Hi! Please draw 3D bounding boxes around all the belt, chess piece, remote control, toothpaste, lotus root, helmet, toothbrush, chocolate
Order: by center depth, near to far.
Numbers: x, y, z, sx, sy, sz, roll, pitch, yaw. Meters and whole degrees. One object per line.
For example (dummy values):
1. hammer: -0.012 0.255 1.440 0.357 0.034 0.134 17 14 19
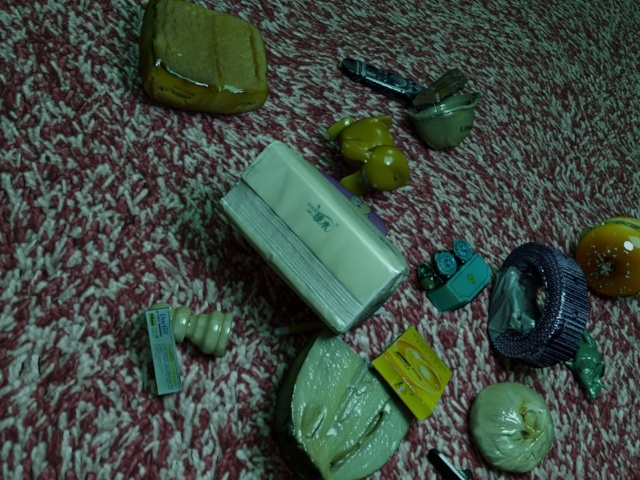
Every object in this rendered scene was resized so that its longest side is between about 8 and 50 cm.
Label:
1. toothpaste: -0.297 0.211 1.149 0.046 0.034 0.164 -9 90 -5
2. lotus root: 0.021 0.361 1.188 0.267 0.149 0.260 42 49 -7
3. chess piece: -0.268 0.172 1.213 0.171 0.094 0.094 15 54 -7
4. toothbrush: 0.024 0.186 1.384 0.288 0.024 0.021 -8 61 -28
5. belt: 0.532 0.156 1.499 0.122 0.260 0.324 21 52 -19
6. helmet: 0.389 -0.350 1.835 0.258 0.204 0.137 -32 114 -41
7. remote control: 0.184 -0.496 1.890 0.266 0.066 0.090 19 39 -9
8. chocolate: 0.386 -0.489 1.927 0.329 0.103 0.065 -42 122 -51

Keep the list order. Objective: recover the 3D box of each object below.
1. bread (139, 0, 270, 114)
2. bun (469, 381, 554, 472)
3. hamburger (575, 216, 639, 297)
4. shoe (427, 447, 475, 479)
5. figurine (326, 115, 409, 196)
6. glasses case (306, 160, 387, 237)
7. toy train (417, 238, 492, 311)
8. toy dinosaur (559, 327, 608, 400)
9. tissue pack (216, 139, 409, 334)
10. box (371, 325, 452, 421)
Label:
1. bread: -0.300 -0.462 1.571 0.328 0.148 0.336 6 55 -28
2. bun: 0.449 0.417 1.372 0.223 0.127 0.222 15 53 -20
3. hamburger: 0.857 0.057 1.738 0.170 0.246 0.246 -24 72 -45
4. shoe: 0.298 0.500 1.288 0.159 0.062 0.053 46 49 12
5. figurine: 0.132 -0.222 1.583 0.215 0.215 0.228 9 60 -21
6. glasses case: 0.030 -0.087 1.528 0.316 0.076 0.123 38 52 1
7. toy train: 0.347 0.089 1.555 0.198 0.107 0.154 -34 86 -37
8. toy dinosaur: 0.693 0.283 1.614 0.120 0.079 0.291 7 59 -29
9. tissue pack: 0.000 0.000 1.297 0.207 0.297 0.380 -45 80 6
10. box: 0.207 0.279 1.311 0.152 0.043 0.269 48 18 10
